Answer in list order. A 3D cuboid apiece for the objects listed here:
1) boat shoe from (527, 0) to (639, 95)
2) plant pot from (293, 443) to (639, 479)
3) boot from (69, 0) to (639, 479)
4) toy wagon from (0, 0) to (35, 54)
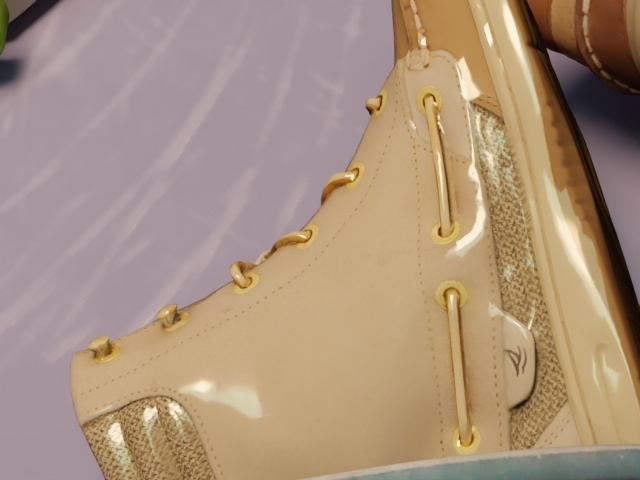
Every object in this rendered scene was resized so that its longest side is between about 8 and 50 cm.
[{"bbox_3d":[0.198,-0.179,0.748,0.324,0.123,0.120,-44,36,-24],"label":"boat shoe"},{"bbox_3d":[0.010,0.213,0.482,0.271,0.272,0.255,-13,71,5],"label":"plant pot"},{"bbox_3d":[0.000,0.000,0.677,0.203,0.095,0.262,-20,74,13],"label":"boot"},{"bbox_3d":[-0.177,-0.195,0.881,0.344,0.068,0.267,-4,59,11],"label":"toy wagon"}]
